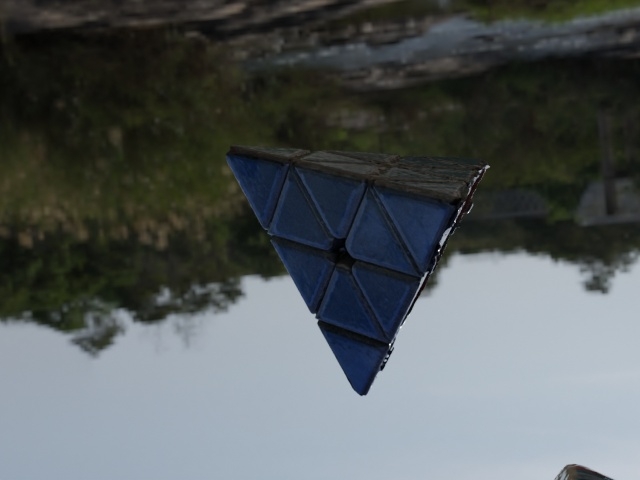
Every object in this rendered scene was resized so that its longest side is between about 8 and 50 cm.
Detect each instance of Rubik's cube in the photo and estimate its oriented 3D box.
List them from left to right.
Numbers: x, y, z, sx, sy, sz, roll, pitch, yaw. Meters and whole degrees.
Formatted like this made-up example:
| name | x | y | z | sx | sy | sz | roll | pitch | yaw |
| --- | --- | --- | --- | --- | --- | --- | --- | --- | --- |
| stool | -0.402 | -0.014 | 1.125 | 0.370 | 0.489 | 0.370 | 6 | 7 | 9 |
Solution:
| name | x | y | z | sx | sy | sz | roll | pitch | yaw |
| --- | --- | --- | --- | --- | --- | --- | --- | --- | --- |
| Rubik's cube | 0.000 | 0.000 | 0.907 | 0.178 | 0.190 | 0.211 | 25 | -170 | 8 |

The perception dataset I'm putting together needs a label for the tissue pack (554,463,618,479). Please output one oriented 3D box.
| name | x | y | z | sx | sy | sz | roll | pitch | yaw |
| --- | --- | --- | --- | --- | --- | --- | --- | --- | --- |
| tissue pack | 0.261 | 0.273 | 0.839 | 0.270 | 0.137 | 0.209 | 30 | -170 | 9 |
